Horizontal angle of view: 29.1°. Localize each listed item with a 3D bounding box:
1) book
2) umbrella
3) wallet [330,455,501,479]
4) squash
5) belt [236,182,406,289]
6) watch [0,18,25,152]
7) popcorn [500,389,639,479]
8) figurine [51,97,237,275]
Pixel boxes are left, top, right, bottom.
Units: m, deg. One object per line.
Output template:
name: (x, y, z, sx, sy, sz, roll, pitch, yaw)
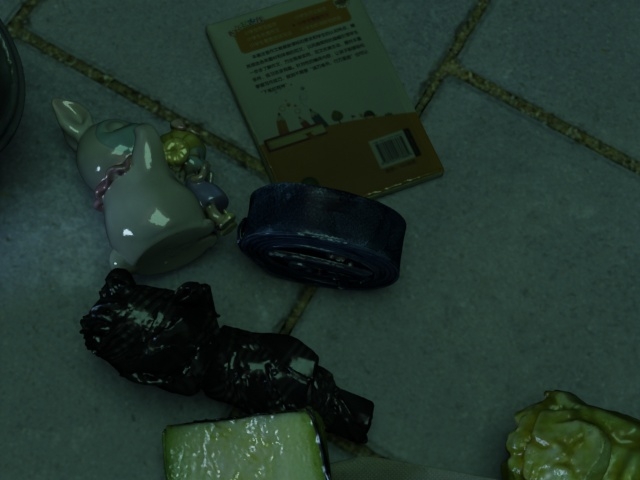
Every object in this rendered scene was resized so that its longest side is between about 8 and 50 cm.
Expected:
book: (0.003, -0.177, 1.549, 0.208, 0.020, 0.295, -19, 71, -13)
umbrella: (-0.094, 0.128, 1.344, 0.337, 0.154, 0.128, 21, 81, 4)
wallet: (0.085, 0.382, 1.266, 0.275, 0.068, 0.335, -4, 64, 20)
squash: (-0.062, 0.267, 1.338, 0.192, 0.085, 0.184, -9, 96, 21)
belt: (0.000, 0.000, 1.411, 0.190, 0.141, 0.082, 13, 65, -6)
watch: (-0.509, -0.163, 1.340, 0.335, 0.314, 0.327, 32, 51, -19)
popcorn: (0.285, 0.257, 1.326, 0.185, 0.187, 0.167, 11, 102, -10)
figurine: (-0.211, -0.086, 1.437, 0.155, 0.127, 0.235, -29, 70, 3)
